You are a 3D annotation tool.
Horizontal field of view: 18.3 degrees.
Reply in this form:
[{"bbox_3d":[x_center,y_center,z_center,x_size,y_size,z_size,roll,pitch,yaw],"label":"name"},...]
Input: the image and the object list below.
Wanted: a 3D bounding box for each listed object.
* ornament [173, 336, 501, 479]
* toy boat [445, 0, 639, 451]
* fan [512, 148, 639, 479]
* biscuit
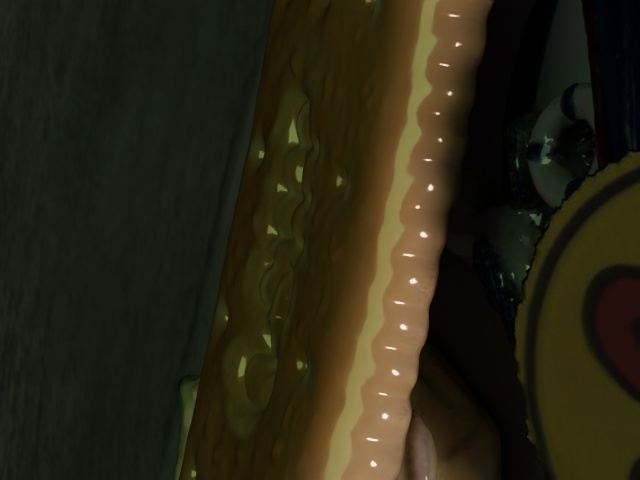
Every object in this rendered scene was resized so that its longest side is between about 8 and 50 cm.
[{"bbox_3d":[-0.014,0.107,0.773,0.180,0.059,0.201,52,128,44],"label":"ornament"},{"bbox_3d":[0.075,-0.055,0.645,0.318,0.072,0.219,-139,53,-57],"label":"toy boat"},{"bbox_3d":[0.134,0.028,0.493,0.230,0.011,0.335,10,124,42],"label":"fan"},{"bbox_3d":[-0.001,0.000,0.678,0.160,0.030,0.249,-154,75,-68],"label":"biscuit"}]
